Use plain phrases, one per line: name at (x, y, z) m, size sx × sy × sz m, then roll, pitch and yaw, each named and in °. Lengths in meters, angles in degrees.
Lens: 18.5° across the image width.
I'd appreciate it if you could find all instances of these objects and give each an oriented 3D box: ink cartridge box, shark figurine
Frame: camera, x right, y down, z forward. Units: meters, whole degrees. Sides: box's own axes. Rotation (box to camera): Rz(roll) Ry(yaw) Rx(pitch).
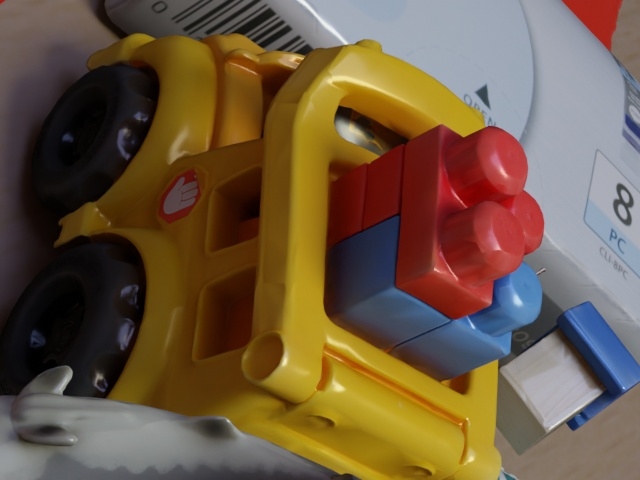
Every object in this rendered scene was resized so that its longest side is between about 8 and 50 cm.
ink cartridge box at (0.077, -0.155, 1.004) m, size 0.308 × 0.091 × 0.385 m, roll 41°, pitch 44°, yaw -25°
shark figurine at (-0.093, 0.104, 0.633) m, size 0.166 × 0.278 × 0.116 m, roll -103°, pitch -169°, yaw -63°

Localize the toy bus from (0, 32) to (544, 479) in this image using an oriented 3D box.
toy bus at (0.000, 0.000, 0.731) m, size 0.149 × 0.211 × 0.220 m, roll 29°, pitch 47°, yaw -33°

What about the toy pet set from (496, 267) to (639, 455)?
toy pet set at (0.087, 0.028, 0.854) m, size 0.065 × 0.122 × 0.114 m, roll -33°, pitch 80°, yaw -23°

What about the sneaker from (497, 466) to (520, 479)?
sneaker at (0.059, 0.101, 0.857) m, size 0.161 × 0.057 × 0.075 m, roll 9°, pitch 68°, yaw -42°

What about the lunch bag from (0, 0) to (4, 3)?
lunch bag at (-0.181, -0.154, 0.574) m, size 0.258 × 0.120 × 0.293 m, roll 28°, pitch 93°, yaw -39°
